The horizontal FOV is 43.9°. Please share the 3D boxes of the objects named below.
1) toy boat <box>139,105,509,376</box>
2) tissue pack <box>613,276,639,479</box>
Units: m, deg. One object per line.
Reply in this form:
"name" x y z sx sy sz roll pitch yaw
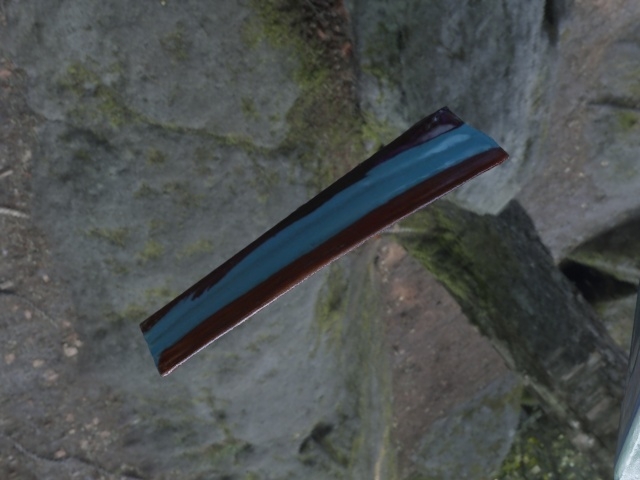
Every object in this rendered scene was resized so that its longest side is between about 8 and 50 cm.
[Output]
"toy boat" 0.000 0.000 0.768 0.392 0.079 0.136 -35 -179 1
"tissue pack" 0.372 0.088 0.737 0.198 0.146 0.263 81 27 -49
